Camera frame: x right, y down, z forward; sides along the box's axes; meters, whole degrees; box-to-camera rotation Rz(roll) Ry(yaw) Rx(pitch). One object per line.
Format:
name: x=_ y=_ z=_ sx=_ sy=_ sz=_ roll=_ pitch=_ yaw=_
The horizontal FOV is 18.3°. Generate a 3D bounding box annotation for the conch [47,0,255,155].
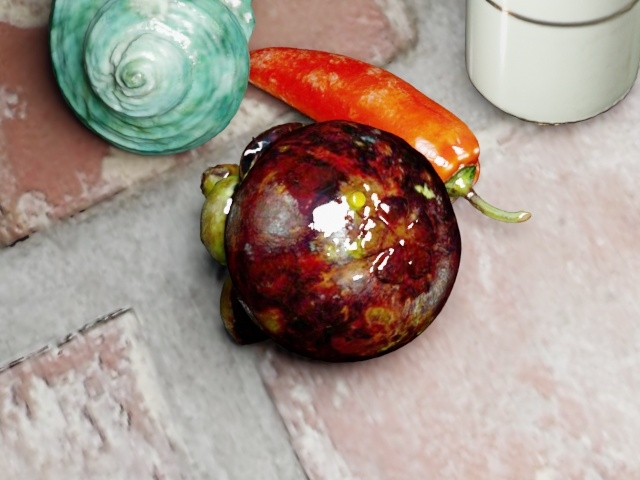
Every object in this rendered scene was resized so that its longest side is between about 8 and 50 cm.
conch: x=-0.116 y=-0.158 z=1.441 sx=0.196 sy=0.134 sz=0.202 roll=-50 pitch=36 yaw=27

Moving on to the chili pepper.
chili pepper: x=0.043 y=-0.084 z=1.416 sx=0.272 sy=0.063 sz=0.071 roll=35 pitch=62 yaw=30

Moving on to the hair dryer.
hair dryer: x=0.250 y=-0.249 z=1.400 sx=0.362 sy=0.203 sz=0.128 roll=-34 pitch=55 yaw=-26

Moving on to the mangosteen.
mangosteen: x=0.004 y=0.005 z=1.328 sx=0.184 sy=0.172 sz=0.172 roll=-30 pitch=46 yaw=49
